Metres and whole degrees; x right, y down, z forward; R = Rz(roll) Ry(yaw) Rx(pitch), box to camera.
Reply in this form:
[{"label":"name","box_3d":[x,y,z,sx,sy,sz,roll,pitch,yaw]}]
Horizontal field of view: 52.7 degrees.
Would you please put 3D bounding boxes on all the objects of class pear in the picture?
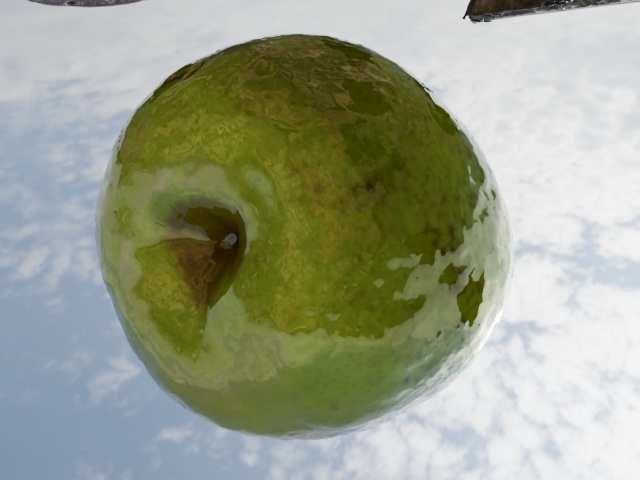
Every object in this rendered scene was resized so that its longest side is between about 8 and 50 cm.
[{"label":"pear","box_3d":[0.000,0.000,0.617,0.391,0.391,0.391,-2,-152,1]}]

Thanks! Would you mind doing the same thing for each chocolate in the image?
[{"label":"chocolate","box_3d":[0.339,-0.350,0.883,0.065,0.102,0.329,30,172,-34]}]

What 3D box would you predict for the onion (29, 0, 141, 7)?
[{"label":"onion","box_3d":[-0.377,-0.423,0.904,0.247,0.111,0.250,0,179,3]}]
